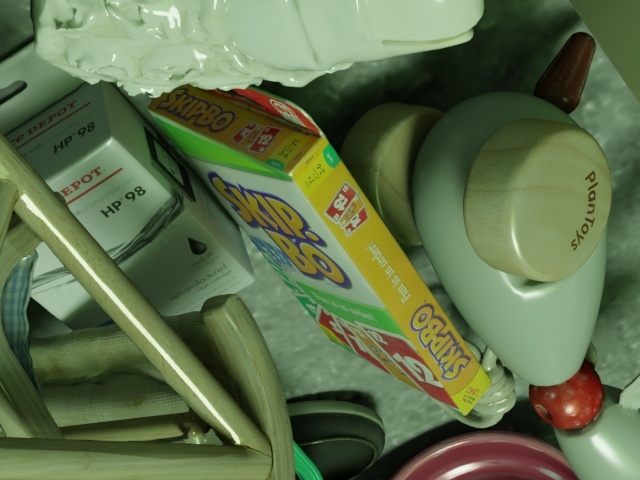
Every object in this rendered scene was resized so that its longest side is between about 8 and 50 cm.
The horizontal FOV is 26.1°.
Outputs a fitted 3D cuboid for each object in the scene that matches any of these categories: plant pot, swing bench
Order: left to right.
[{"bbox_3d":[-0.179,0.088,0.707,0.253,0.165,0.255,-11,146,37],"label":"swing bench"},{"bbox_3d":[0.142,0.267,1.053,0.201,0.201,0.180,-24,151,4],"label":"plant pot"}]

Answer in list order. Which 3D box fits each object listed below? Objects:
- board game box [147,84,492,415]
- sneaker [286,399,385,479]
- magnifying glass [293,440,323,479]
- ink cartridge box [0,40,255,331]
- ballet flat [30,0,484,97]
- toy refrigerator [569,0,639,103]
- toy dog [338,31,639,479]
[{"bbox_3d":[0.000,0.000,0.777,0.039,0.124,0.259,-48,134,-16],"label":"board game box"},{"bbox_3d":[-0.050,0.195,0.953,0.222,0.118,0.083,-18,135,-2],"label":"sneaker"},{"bbox_3d":[-0.050,0.120,0.880,0.092,0.026,0.231,-23,114,-29],"label":"magnifying glass"},{"bbox_3d":[-0.129,-0.018,0.763,0.104,0.060,0.180,-31,135,12],"label":"ink cartridge box"},{"bbox_3d":[0.071,-0.156,0.602,0.409,0.147,0.147,-24,137,-12],"label":"ballet flat"},{"bbox_3d":[0.217,-0.069,0.689,0.102,0.269,0.094,27,118,-38],"label":"toy refrigerator"},{"bbox_3d":[0.152,0.011,0.826,0.161,0.220,0.333,-48,146,-17],"label":"toy dog"}]
